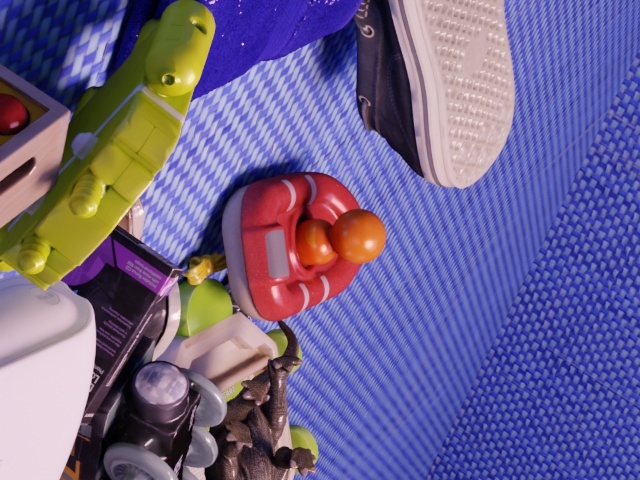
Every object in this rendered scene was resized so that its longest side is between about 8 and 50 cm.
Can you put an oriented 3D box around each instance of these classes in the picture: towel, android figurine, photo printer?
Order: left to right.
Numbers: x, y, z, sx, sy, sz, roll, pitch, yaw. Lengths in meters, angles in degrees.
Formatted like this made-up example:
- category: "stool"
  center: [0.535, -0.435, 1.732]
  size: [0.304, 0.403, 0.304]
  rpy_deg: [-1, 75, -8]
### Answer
- category: "photo printer"
  center: [-0.307, 0.168, 1.499]
  size: [0.307, 0.107, 0.256]
  rpy_deg: [-24, 141, -53]
- category: "android figurine"
  center: [-0.165, -0.067, 1.409]
  size: [0.248, 0.056, 0.273]
  rpy_deg: [-43, -163, 28]
- category: "towel"
  center: [-0.040, -0.227, 1.619]
  size: [0.308, 0.076, 0.228]
  rpy_deg: [-32, 151, -49]

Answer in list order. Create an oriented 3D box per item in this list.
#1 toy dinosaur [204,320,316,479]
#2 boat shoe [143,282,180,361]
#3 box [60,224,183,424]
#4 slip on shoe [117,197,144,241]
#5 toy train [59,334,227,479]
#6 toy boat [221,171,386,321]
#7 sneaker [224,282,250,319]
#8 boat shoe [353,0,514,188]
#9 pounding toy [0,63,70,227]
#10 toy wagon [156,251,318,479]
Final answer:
- category: "toy dinosaur"
  center: [-0.077, 0.212, 1.948]
  size: [0.160, 0.121, 0.314]
  rpy_deg: [-54, -147, 42]
- category: "boat shoe"
  center: [-0.211, 0.115, 1.876]
  size: [0.079, 0.084, 0.233]
  rpy_deg: [1, 139, -28]
- category: "box"
  center: [-0.209, 0.062, 1.646]
  size: [0.162, 0.116, 0.029]
  rpy_deg: [-59, 163, 7]
- category: "slip on shoe"
  center: [-0.186, 0.001, 1.734]
  size: [0.041, 0.051, 0.135]
  rpy_deg: [-21, 155, -19]
- category: "toy train"
  center: [-0.204, 0.201, 1.806]
  size: [0.142, 0.190, 0.334]
  rpy_deg: [-58, 171, -36]
- category: "toy boat"
  center: [0.000, 0.000, 2.050]
  size: [0.231, 0.151, 0.151]
  rpy_deg: [-21, 104, -67]
- category: "sneaker"
  center: [-0.086, 0.059, 2.168]
  size: [0.135, 0.052, 0.058]
  rpy_deg: [-55, 172, 1]
- category: "boat shoe"
  center: [0.095, -0.265, 1.880]
  size: [0.187, 0.156, 0.500]
  rpy_deg: [-42, 145, -29]
- category: "pounding toy"
  center: [-0.244, -0.061, 1.243]
  size: [0.141, 0.130, 0.100]
  rpy_deg: [-43, 160, -42]
- category: "toy wagon"
  center: [-0.114, 0.180, 2.061]
  size: [0.267, 0.068, 0.344]
  rpy_deg: [-27, 112, -53]
